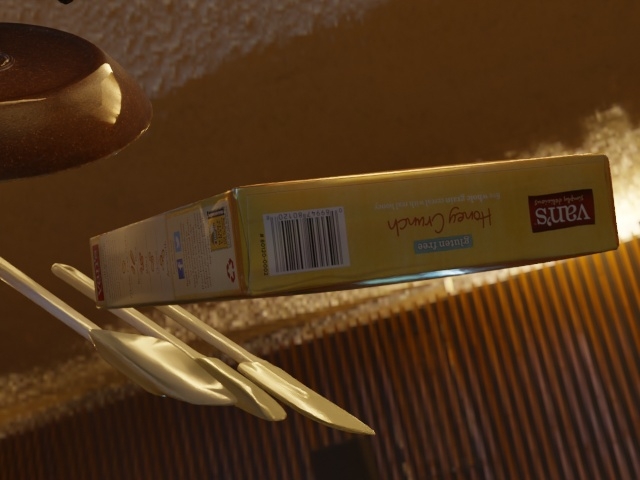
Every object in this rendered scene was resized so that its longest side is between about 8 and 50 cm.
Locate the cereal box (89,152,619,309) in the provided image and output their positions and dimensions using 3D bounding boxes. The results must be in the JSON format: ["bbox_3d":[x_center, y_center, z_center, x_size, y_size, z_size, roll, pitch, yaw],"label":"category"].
[{"bbox_3d":[0.000,0.000,0.593,0.173,0.047,0.240,-7,-1,-24],"label":"cereal box"}]

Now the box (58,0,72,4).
[{"bbox_3d":[-0.211,-0.386,0.882,0.179,0.343,0.312,-16,-5,12],"label":"box"}]

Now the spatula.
[{"bbox_3d":[-0.099,0.051,0.731,0.168,0.242,0.019,13,-78,-49],"label":"spatula"}]

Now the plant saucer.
[{"bbox_3d":[-0.198,-0.089,0.722,0.198,0.198,0.036,-1,-61,-7],"label":"plant saucer"}]
